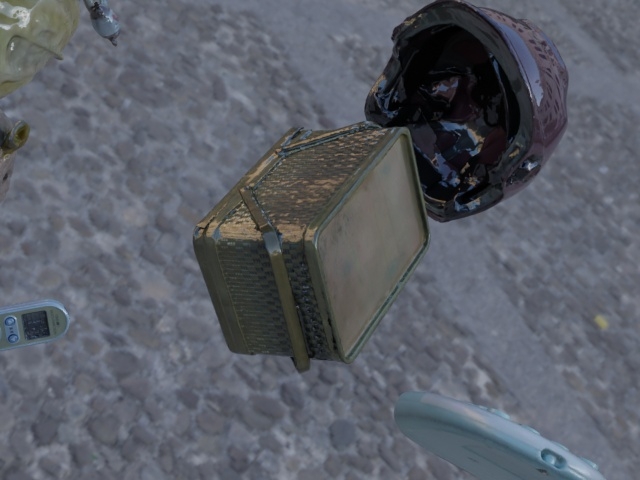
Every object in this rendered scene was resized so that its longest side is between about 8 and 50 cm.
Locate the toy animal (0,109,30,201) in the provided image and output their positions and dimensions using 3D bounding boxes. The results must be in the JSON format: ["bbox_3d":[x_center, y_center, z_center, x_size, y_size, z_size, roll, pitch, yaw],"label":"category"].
[{"bbox_3d":[-0.584,-0.125,1.501,0.188,0.226,0.358,37,19,10],"label":"toy animal"}]

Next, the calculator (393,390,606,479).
[{"bbox_3d":[0.158,0.195,0.940,0.184,0.042,0.295,29,-13,-4],"label":"calculator"}]

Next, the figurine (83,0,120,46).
[{"bbox_3d":[-0.395,-0.405,1.634,0.260,0.103,0.205,118,-45,-88],"label":"figurine"}]

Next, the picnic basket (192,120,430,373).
[{"bbox_3d":[0.000,0.000,1.050,0.139,0.165,0.267,2,33,28],"label":"picnic basket"}]

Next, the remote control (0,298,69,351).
[{"bbox_3d":[-0.611,0.169,1.957,0.244,0.087,0.047,-10,19,-17],"label":"remote control"}]

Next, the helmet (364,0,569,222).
[{"bbox_3d":[0.223,-0.186,1.369,0.197,0.338,0.271,-20,67,-34],"label":"helmet"}]

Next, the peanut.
[{"bbox_3d":[-0.408,-0.240,1.089,0.158,0.174,0.340,31,23,31],"label":"peanut"}]
